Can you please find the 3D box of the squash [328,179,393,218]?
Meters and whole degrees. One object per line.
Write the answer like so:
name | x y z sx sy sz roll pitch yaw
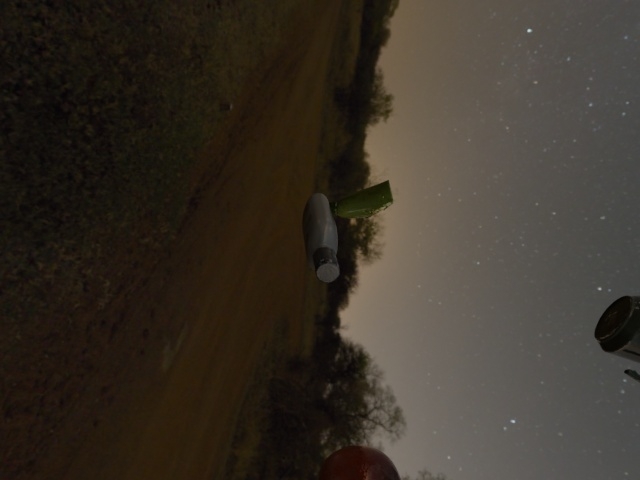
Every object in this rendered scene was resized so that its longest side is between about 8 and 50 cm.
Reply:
squash | 0.103 -0.098 1.229 0.075 0.201 0.090 48 32 -54

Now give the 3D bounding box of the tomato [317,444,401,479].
tomato | 0.123 0.733 1.319 0.265 0.265 0.264 7 90 -88

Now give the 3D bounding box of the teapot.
teapot | 0.841 0.270 1.139 0.203 0.225 0.171 -53 167 -21

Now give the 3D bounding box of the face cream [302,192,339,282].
face cream | 0.000 0.000 1.088 0.291 0.071 0.143 -103 -160 -58
